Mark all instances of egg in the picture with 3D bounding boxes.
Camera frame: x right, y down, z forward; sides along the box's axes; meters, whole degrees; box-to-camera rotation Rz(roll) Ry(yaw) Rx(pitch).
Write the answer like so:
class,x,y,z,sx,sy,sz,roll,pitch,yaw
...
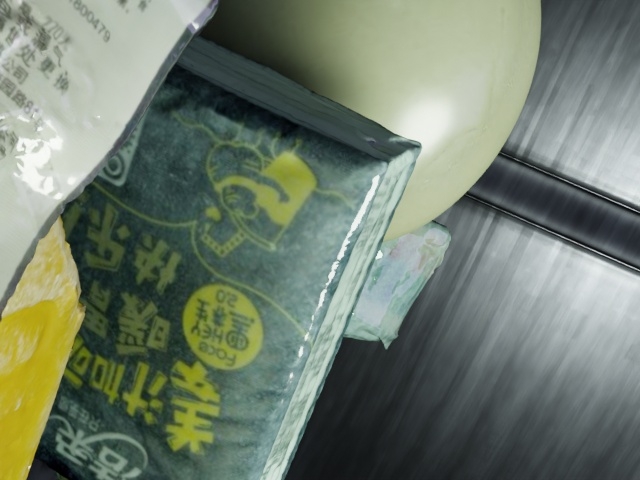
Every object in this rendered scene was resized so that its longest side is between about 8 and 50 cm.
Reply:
class,x,y,z,sx,sy,sz,roll,pitch,yaw
egg,0.026,-0.132,0.628,0.219,0.219,0.269,-36,126,-75

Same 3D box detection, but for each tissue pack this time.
class,x,y,z,sx,sy,sz,roll,pitch,yaw
tissue pack,-0.080,0.027,0.550,0.081,0.185,0.257,-29,144,-61

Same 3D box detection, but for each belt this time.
class,x,y,z,sx,sy,sz,roll,pitch,yaw
belt,0.000,0.000,0.963,0.257,0.207,0.150,-130,-117,-80

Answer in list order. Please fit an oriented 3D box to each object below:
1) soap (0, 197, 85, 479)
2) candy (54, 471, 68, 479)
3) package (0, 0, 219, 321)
class,x,y,z,sx,sy,sz,roll,pitch,yaw
soap,-0.181,0.081,0.431,0.257,0.080,0.160,-67,172,14
candy,-0.173,0.112,0.754,0.061,0.061,0.202,-57,160,-51
package,-0.125,-0.057,0.323,0.166,0.040,0.232,52,53,-45
